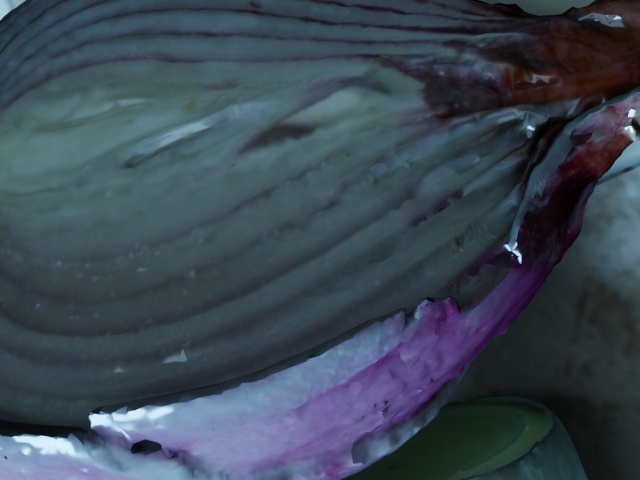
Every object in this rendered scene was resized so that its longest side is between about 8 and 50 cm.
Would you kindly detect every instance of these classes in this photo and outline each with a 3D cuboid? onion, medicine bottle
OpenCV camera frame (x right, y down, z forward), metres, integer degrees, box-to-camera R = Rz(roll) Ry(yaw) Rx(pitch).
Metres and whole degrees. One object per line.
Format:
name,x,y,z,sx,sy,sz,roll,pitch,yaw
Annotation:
onion,0.000,0.000,0.590,0.348,0.267,0.159,-7,143,15
medicine bottle,0.054,0.156,0.601,0.147,0.147,0.143,-11,97,40
